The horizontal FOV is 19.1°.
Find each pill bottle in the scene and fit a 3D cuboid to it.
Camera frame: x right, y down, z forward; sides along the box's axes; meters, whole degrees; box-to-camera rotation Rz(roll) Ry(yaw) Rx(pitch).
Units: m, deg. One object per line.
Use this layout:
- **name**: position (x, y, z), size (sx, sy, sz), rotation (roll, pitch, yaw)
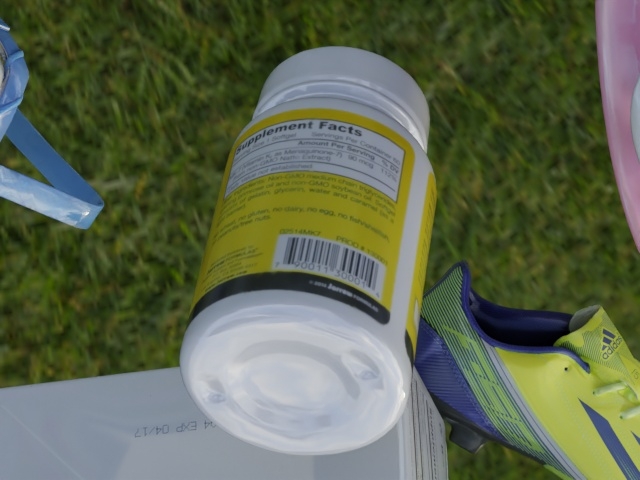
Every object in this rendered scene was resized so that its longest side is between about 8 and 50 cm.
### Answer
- **pill bottle**: position (0.000, 0.000, 1.015), size (0.119, 0.208, 0.119), rotation (6, 136, 6)

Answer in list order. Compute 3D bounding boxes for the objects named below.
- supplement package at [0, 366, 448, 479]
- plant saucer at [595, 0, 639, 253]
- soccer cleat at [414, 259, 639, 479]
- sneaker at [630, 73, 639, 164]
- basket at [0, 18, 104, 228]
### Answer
- **supplement package**: position (-0.059, 0.193, 1.143), size (0.261, 0.204, 0.145), rotation (-8, 152, 13)
- **plant saucer**: position (0.244, -0.126, 1.077), size (0.084, 0.332, 0.332), rotation (-2, 124, 26)
- **soccer cleat**: position (0.186, 0.112, 1.253), size (0.289, 0.093, 0.121), rotation (27, 100, -4)
- **sneaker**: position (0.217, -0.049, 0.790), size (0.104, 0.147, 0.296), rotation (-19, 152, -14)
- **basket**: position (-0.330, -0.118, 1.522), size (0.289, 0.255, 0.201), rotation (17, 110, -49)
